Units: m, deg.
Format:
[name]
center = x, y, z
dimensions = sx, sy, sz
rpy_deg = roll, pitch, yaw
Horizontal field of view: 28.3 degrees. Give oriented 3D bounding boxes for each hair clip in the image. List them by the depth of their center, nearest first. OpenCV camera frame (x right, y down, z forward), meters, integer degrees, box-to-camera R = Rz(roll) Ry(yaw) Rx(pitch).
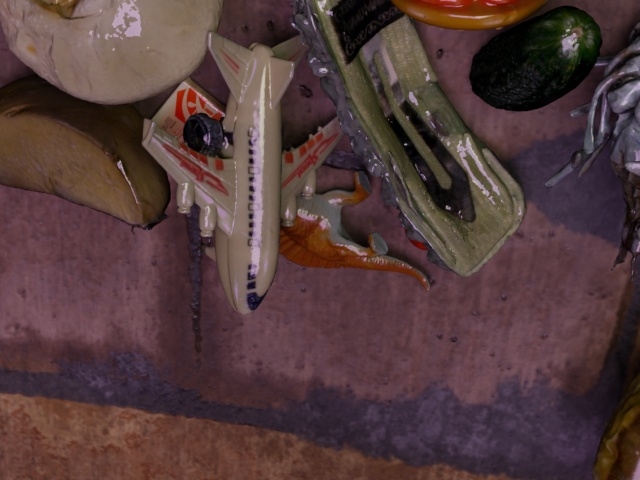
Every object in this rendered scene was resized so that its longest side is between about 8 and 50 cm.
[hair clip]
center = 0.068, -0.112, 1.150
dimensions = 0.091, 0.138, 0.321
rpy_deg = 3, 130, 54

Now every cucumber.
[cucumber]
center = 0.182, -0.149, 1.053
dimensions = 0.074, 0.241, 0.075
rpy_deg = 0, 91, -5

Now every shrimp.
[shrimp]
center = 0.309, -0.160, 1.046
dimensions = 0.166, 0.221, 0.411
rpy_deg = 19, 105, -31

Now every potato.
[potato]
center = -0.220, -0.099, 1.177
dimensions = 0.243, 0.138, 0.098
rpy_deg = 15, 125, 28

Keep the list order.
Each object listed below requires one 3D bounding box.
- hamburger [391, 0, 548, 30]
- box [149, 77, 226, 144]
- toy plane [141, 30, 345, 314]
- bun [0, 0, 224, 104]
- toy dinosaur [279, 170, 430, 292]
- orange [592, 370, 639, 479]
[hamburger]
center = 0.125, -0.242, 1.037
dimensions = 0.162, 0.162, 0.115
rpy_deg = 3, 129, 9
[box]
center = -0.136, -0.110, 1.241
dimensions = 0.058, 0.015, 0.093
rpy_deg = 39, 120, -11
[toy plane]
center = -0.065, -0.060, 1.143
dimensions = 0.104, 0.242, 0.256
rpy_deg = 31, 118, 39
[bun]
center = -0.192, -0.224, 1.088
dimensions = 0.222, 0.127, 0.222
rpy_deg = 0, 93, 5
[toy dinosaur]
center = -0.001, -0.001, 1.258
dimensions = 0.142, 0.057, 0.212
rpy_deg = -21, 113, 33
[orange]
center = 0.442, 0.177, 1.188
dimensions = 0.368, 0.210, 0.271
rpy_deg = -9, 116, 17
